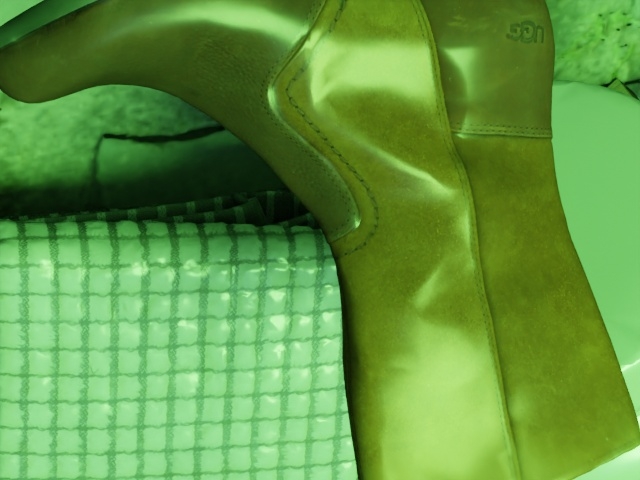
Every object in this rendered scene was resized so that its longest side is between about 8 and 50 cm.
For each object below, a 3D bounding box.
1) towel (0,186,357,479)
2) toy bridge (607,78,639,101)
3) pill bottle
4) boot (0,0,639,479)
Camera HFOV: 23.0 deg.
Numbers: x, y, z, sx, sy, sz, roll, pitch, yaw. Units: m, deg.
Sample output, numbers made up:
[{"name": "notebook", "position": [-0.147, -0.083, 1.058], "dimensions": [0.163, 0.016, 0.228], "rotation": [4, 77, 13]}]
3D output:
[{"name": "towel", "position": [-0.099, 0.104, 0.973], "dimensions": [0.235, 0.121, 0.284], "rotation": [-3, 113, -12]}, {"name": "toy bridge", "position": [0.206, -0.077, 1.015], "dimensions": [0.188, 0.063, 0.026], "rotation": [-43, 134, 18]}, {"name": "pill bottle", "position": [0.166, 0.080, 0.979], "dimensions": [0.224, 0.224, 0.392], "rotation": [-28, 149, 3]}, {"name": "boot", "position": [0.000, 0.000, 0.716], "dimensions": [0.264, 0.096, 0.280], "rotation": [-14, 97, -21]}]
